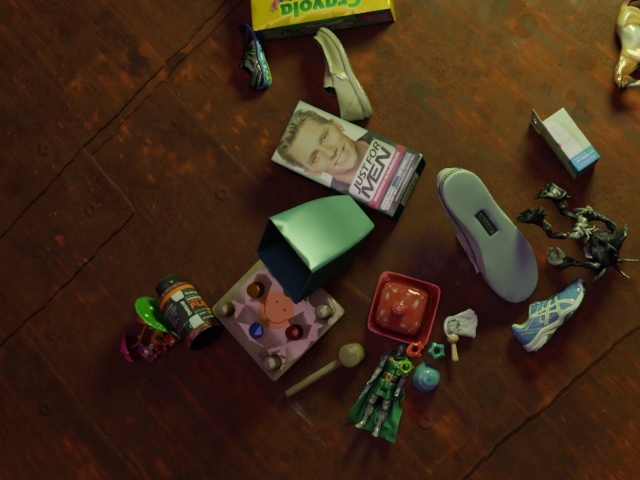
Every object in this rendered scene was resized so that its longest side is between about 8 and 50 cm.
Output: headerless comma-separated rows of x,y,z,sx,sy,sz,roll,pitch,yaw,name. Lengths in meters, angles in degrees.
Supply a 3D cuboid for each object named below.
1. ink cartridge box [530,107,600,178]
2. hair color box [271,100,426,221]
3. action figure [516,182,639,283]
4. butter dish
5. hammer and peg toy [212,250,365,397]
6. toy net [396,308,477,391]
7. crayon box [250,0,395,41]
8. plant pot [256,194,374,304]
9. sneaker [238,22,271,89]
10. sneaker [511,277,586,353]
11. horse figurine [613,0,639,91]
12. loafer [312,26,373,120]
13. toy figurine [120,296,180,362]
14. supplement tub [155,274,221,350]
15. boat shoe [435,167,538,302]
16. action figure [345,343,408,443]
0.572,-0.241,1.707,0.061,0.104,0.181,-35,78,8,ink cartridge box
0.070,-0.198,1.827,0.347,0.105,0.174,26,91,15,hair color box
0.593,-0.014,1.670,0.275,0.141,0.164,36,85,-12,action figure
0.195,0.165,1.755,0.159,0.118,0.160,15,89,15,butter dish
-0.077,0.220,1.811,0.266,0.127,0.361,-44,77,6,hammer and peg toy
0.284,0.252,1.754,0.122,0.045,0.232,37,87,-3,toy net
-0.002,-0.707,1.890,0.362,0.106,0.313,-6,83,13,crayon box
0.000,0.000,1.729,0.234,0.166,0.165,-30,72,-29,plant pot
-0.188,-0.492,1.936,0.078,0.067,0.188,-16,84,6,sneaker
0.534,0.165,1.692,0.081,0.080,0.211,42,94,11,sneaker
0.760,-0.483,1.706,0.174,0.066,0.264,-7,86,7,horse figurine
0.041,-0.420,1.856,0.092,0.102,0.269,-27,80,4,loafer
-0.453,0.263,1.927,0.173,0.130,0.159,34,108,-10,toy figurine
-0.350,0.181,1.886,0.106,0.106,0.198,-44,67,6,supplement tub
0.379,-0.019,1.725,0.135,0.156,0.367,-38,106,3,boat shoe
0.160,0.360,1.778,0.137,0.063,0.232,21,87,18,action figure
